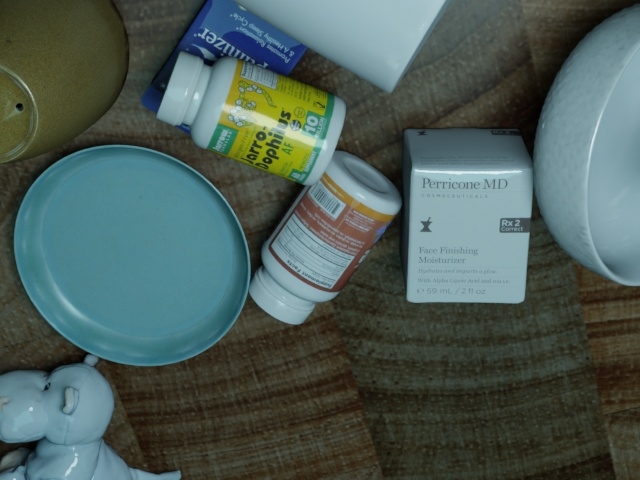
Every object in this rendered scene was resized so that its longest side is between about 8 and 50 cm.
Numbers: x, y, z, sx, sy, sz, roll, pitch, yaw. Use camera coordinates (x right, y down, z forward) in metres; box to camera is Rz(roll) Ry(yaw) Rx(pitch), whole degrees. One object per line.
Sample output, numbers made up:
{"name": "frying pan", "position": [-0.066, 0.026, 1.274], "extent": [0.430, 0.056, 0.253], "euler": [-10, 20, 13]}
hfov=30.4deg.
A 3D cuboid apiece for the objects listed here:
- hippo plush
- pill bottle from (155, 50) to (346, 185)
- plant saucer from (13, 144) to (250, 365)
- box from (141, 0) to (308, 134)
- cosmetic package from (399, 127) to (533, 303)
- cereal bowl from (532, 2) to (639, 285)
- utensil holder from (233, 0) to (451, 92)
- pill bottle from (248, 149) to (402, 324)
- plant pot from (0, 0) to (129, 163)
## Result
{"name": "hippo plush", "position": [-0.353, 0.295, 1.599], "extent": [0.294, 0.234, 0.236], "euler": [1, 116, 0]}
{"name": "pill bottle", "position": [-0.085, -0.152, 1.417], "extent": [0.208, 0.117, 0.117], "euler": [20, 113, -11]}
{"name": "plant saucer", "position": [-0.245, 0.018, 1.558], "extent": [0.318, 0.043, 0.317], "euler": [3, 114, 7]}
{"name": "box", "position": [-0.114, -0.219, 1.471], "extent": [0.136, 0.036, 0.225], "euler": [32, 112, -14]}
{"name": "cosmetic package", "position": [0.181, -0.034, 1.492], "extent": [0.151, 0.151, 0.183], "euler": [0, 115, 1]}
{"name": "cereal bowl", "position": [0.368, -0.124, 1.411], "extent": [0.339, 0.141, 0.339], "euler": [-18, 118, -37]}
{"name": "utensil holder", "position": [-0.010, -0.379, 1.192], "extent": [0.385, 0.327, 0.327], "euler": [31, 112, 1]}
{"name": "pill bottle", "position": [0.000, 0.000, 1.525], "extent": [0.121, 0.121, 0.216], "euler": [30, 112, -13]}
{"name": "plant pot", "position": [-0.360, -0.187, 1.365], "extent": [0.237, 0.254, 0.237], "euler": [0, 115, 1]}
